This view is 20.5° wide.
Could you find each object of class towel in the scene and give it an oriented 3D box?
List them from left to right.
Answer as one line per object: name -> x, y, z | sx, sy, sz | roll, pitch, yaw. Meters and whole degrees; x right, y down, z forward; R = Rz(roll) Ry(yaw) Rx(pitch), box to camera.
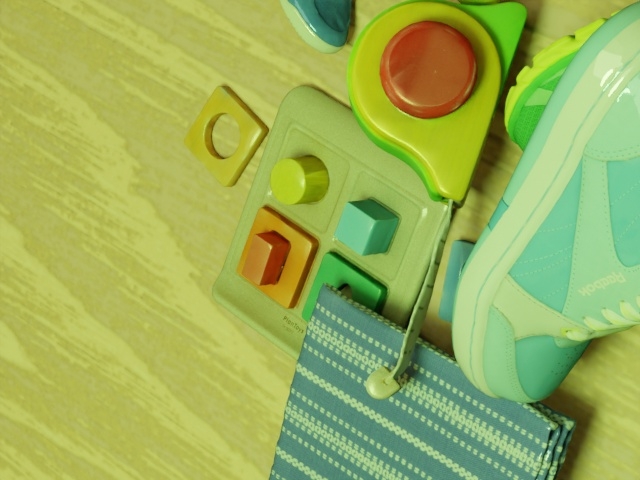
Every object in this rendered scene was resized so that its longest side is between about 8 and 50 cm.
towel -> 0.053, 0.231, 1.339 | 0.243, 0.040, 0.336 | 28, 114, 35

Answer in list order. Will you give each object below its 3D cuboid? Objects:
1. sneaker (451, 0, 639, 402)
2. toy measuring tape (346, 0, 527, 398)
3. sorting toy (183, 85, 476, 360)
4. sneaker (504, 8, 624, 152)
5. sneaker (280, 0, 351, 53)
sneaker -> 0.207, 0.032, 1.096 | 0.208, 0.127, 0.319 | 43, 138, 26
toy measuring tape -> 0.054, -0.056, 1.274 | 0.121, 0.121, 0.330 | 16, 85, 36
sorting toy -> 0.000, 0.000, 1.385 | 0.347, 0.047, 0.196 | 34, 111, 32
sneaker -> 0.239, -0.095, 1.154 | 0.295, 0.109, 0.123 | -18, 80, 44
sneaker -> 0.009, -0.226, 1.366 | 0.084, 0.058, 0.152 | -26, 69, 43
